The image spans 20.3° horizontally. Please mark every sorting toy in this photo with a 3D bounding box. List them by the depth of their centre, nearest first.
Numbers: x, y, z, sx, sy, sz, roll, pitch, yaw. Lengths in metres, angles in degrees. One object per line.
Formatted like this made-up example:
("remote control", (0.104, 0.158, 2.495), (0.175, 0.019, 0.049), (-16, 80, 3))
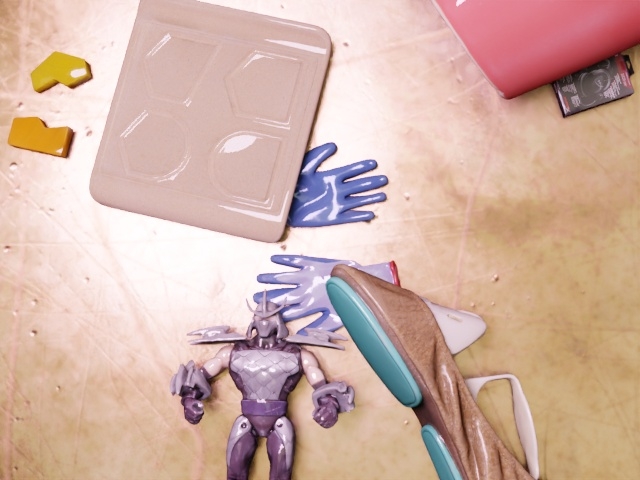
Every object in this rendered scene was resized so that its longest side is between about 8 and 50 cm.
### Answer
("sorting toy", (-0.158, -0.137, 1.859), (0.307, 0.041, 0.229), (13, 85, 11))

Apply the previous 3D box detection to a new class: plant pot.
("plant pot", (0.228, -0.283, 1.747), (0.243, 0.275, 0.275), (-34, 87, 12))

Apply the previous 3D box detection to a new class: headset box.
("headset box", (0.280, -0.168, 1.840), (0.083, 0.032, 0.062), (-19, 88, 1))

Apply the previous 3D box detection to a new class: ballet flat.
("ballet flat", (0.136, 0.152, 1.807), (0.124, 0.116, 0.342), (-30, 88, -15))

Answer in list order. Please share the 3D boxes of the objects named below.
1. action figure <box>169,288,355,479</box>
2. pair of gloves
("action figure", (-0.057, 0.191, 1.807), (0.185, 0.099, 0.285), (2, 88, 13))
("pair of gloves", (0.000, 0.000, 1.855), (0.159, 0.023, 0.198), (-10, 89, 1))
